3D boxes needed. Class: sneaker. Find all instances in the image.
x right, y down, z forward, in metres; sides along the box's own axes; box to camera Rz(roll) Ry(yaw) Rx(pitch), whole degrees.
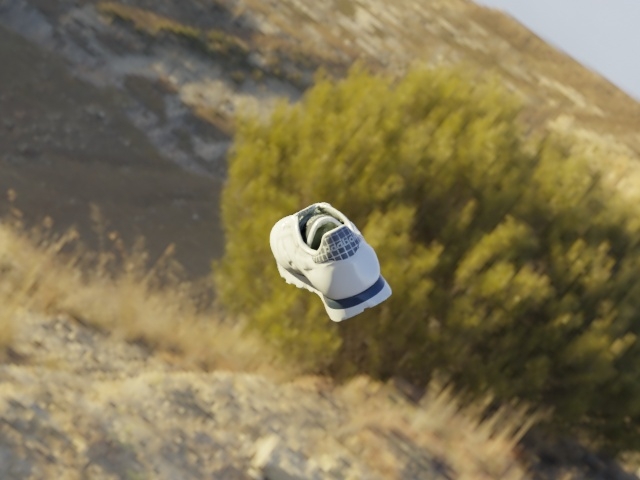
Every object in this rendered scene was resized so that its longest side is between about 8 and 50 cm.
[{"bbox_3d":[0.000,0.000,1.372,0.095,0.090,0.235,63,-13,-22],"label":"sneaker"}]
